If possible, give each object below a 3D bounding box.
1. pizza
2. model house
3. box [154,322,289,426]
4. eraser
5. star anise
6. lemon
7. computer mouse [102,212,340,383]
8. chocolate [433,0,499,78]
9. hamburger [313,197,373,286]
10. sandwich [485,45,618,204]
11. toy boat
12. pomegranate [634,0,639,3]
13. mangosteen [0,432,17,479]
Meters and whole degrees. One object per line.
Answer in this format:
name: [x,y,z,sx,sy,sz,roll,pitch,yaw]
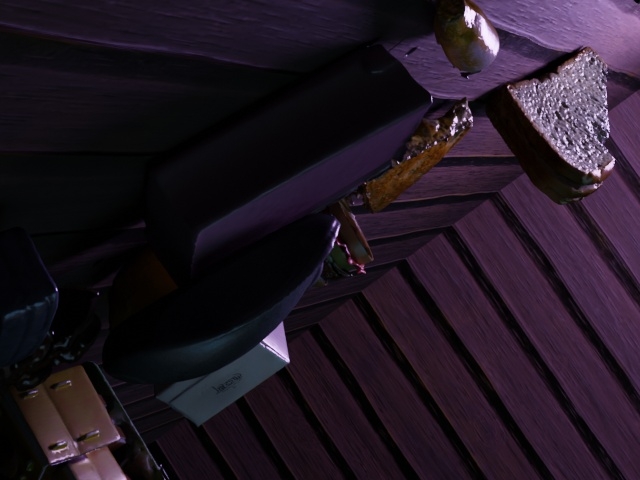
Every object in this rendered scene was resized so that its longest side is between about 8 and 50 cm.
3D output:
pizza: [0.127,-0.144,2.308,0.280,0.075,0.288,-41,167,20]
model house: [-0.483,0.387,2.291,0.340,0.300,0.323,-32,166,-2]
box: [-0.166,0.134,2.165,0.194,0.111,0.260,-36,-147,19]
eraser: [-0.052,-0.095,1.791,0.359,0.122,0.272,-32,169,-16]
star anise: [-0.428,0.162,1.842,0.315,0.108,0.315,-40,169,-9]
lemon: [-0.203,0.090,1.979,0.231,0.192,0.192,-31,171,4]
computer mouse: [-0.113,0.092,1.809,0.374,0.114,0.203,-32,173,-17]
chocolate: [0.186,-0.282,1.797,0.085,0.085,0.219,-35,167,7]
hamburger: [0.002,0.002,2.342,0.137,0.175,0.175,-28,172,9]
sandwich: [0.472,-0.215,2.559,0.288,0.254,0.099,-30,165,-36]
toy boat: [-0.372,0.079,1.552,0.078,0.127,0.283,-27,171,-33]
pomegranate: [0.301,-0.357,1.511,0.169,0.148,0.148,20,138,-29]
mangosteen: [-0.585,0.410,2.072,0.311,0.311,0.311,-33,171,-6]
